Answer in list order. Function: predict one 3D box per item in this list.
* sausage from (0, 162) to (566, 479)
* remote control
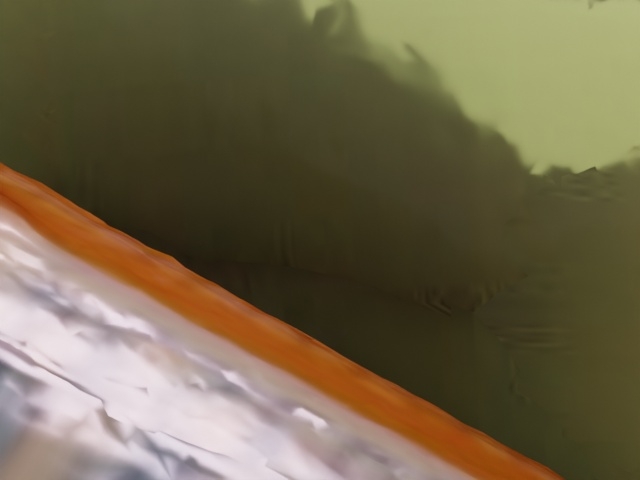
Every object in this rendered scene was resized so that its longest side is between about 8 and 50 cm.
[{"bbox_3d":[-0.020,0.138,0.386,0.287,0.233,0.233,28,81,3],"label":"sausage"},{"bbox_3d":[0.000,0.000,0.508,0.332,0.103,0.221,10,104,15],"label":"remote control"}]
